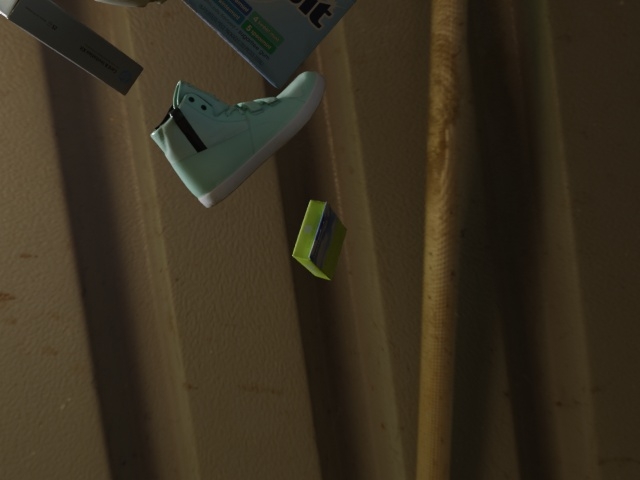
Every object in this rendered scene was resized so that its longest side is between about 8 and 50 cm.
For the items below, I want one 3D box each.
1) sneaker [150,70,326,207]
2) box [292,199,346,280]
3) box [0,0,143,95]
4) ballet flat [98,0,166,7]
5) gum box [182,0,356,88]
[{"bbox_3d":[-0.110,-0.184,1.007,0.256,0.094,0.151,-47,-71,-19],"label":"sneaker"},{"bbox_3d":[0.000,0.000,1.338,0.042,0.178,0.109,13,-102,17],"label":"box"},{"bbox_3d":[-0.281,-0.223,0.730,0.186,0.145,0.038,37,-87,34],"label":"box"},{"bbox_3d":[-0.134,-0.231,0.515,0.146,0.409,0.147,-10,-64,-22],"label":"ballet flat"},{"bbox_3d":[-0.043,-0.285,0.794,0.157,0.041,0.184,40,-86,-23],"label":"gum box"}]
